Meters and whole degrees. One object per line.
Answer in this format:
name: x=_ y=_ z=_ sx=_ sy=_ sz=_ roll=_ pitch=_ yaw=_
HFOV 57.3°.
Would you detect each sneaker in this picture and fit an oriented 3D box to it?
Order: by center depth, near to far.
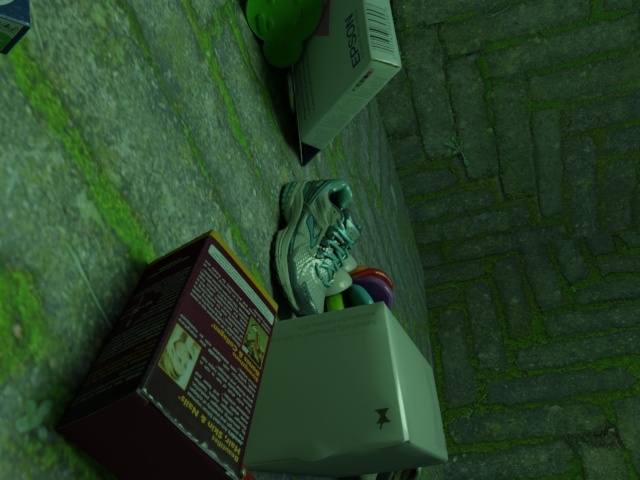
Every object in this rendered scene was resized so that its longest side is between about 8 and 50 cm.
sneaker: x=0.000 y=0.000 z=0.919 sx=0.110 sy=0.122 sz=0.283 roll=62 pitch=21 yaw=-47

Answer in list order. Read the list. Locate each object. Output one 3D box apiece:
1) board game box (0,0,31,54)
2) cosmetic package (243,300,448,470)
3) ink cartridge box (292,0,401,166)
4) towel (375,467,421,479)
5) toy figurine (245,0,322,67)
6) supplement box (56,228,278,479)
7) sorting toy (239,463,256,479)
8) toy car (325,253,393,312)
board game box: x=-0.222 y=-0.208 z=0.289 sx=0.136 sy=0.035 sz=0.201 roll=5 pitch=72 yaw=-49
cosmetic package: x=0.041 y=0.216 z=0.759 sx=0.365 sy=0.197 sz=0.155 roll=55 pitch=26 yaw=-61
ink cartridge box: x=0.006 y=-0.351 z=1.063 sx=0.071 sy=0.330 sz=0.324 roll=7 pitch=64 yaw=-30
towel: x=0.133 y=0.392 z=1.003 sx=0.187 sy=0.049 sz=0.282 roll=-19 pitch=130 yaw=-79
toy figurine: x=-0.074 y=-0.427 z=1.048 sx=0.173 sy=0.130 sz=0.159 roll=95 pitch=-13 yaw=-48
supplement box: x=-0.106 y=0.092 z=0.467 sx=0.104 sy=0.081 sz=0.188 roll=53 pitch=24 yaw=-25
sorting toy: x=-0.092 y=0.242 z=0.516 sx=0.132 sy=0.046 sz=0.274 roll=47 pitch=33 yaw=-64
toy car: x=0.067 y=0.106 z=1.065 sx=0.182 sy=0.136 sz=0.159 roll=-61 pitch=138 yaw=-69
